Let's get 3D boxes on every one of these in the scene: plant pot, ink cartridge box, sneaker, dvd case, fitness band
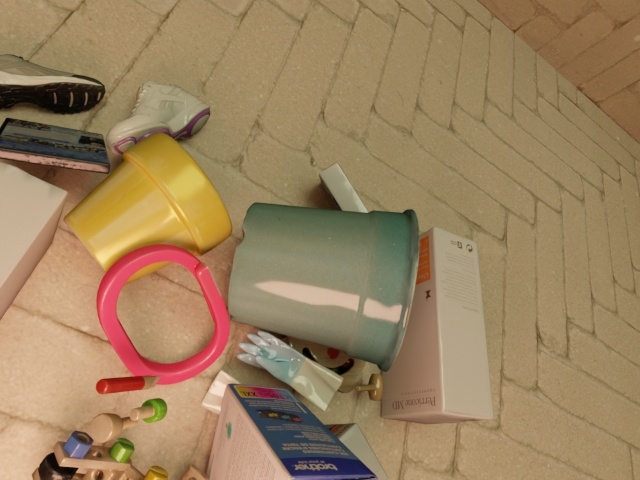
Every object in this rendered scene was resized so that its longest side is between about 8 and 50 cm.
[{"bbox_3d":[-0.345,-0.043,0.894,0.239,0.254,0.254,-39,93,-22],"label":"plant pot"},{"bbox_3d":[0.107,-0.043,1.220,0.065,0.165,0.333,-31,89,1],"label":"ink cartridge box"},{"bbox_3d":[0.019,0.465,0.927,0.128,0.176,0.127,-27,86,-38],"label":"ink cartridge box"},{"bbox_3d":[-0.002,0.072,0.952,0.333,0.341,0.341,11,61,-1],"label":"plant pot"},{"bbox_3d":[-0.593,-0.333,0.940,0.271,0.100,0.108,-5,67,-34],"label":"sneaker"},{"bbox_3d":[-0.063,0.430,0.710,0.151,0.395,0.270,13,89,-24],"label":"ink cartridge box"},{"bbox_3d":[-0.389,-0.277,1.034,0.152,0.114,0.305,41,36,-3],"label":"sneaker"},{"bbox_3d":[-0.507,-0.184,0.866,0.180,0.253,0.022,5,112,-30],"label":"dvd case"},{"bbox_3d":[-0.287,0.142,0.850,0.208,0.054,0.291,-26,124,-20],"label":"fitness band"}]

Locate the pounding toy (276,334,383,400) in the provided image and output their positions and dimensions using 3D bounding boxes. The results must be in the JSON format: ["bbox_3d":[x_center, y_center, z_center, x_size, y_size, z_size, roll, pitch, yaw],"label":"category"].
[{"bbox_3d":[0.043,0.266,1.044,0.269,0.154,0.154,22,64,-23],"label":"pounding toy"}]

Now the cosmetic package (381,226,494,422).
[{"bbox_3d":[0.285,0.222,1.175,0.161,0.230,0.454,17,60,-25],"label":"cosmetic package"}]

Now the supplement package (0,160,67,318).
[{"bbox_3d":[-0.565,0.028,0.713,0.177,0.175,0.293,27,44,-20],"label":"supplement package"}]

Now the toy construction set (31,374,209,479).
[{"bbox_3d":[-0.302,0.385,0.760,0.237,0.257,0.309,38,59,-70],"label":"toy construction set"}]

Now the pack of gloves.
[{"bbox_3d":[-0.097,0.311,0.924,0.232,0.046,0.195,32,82,-3],"label":"pack of gloves"}]
